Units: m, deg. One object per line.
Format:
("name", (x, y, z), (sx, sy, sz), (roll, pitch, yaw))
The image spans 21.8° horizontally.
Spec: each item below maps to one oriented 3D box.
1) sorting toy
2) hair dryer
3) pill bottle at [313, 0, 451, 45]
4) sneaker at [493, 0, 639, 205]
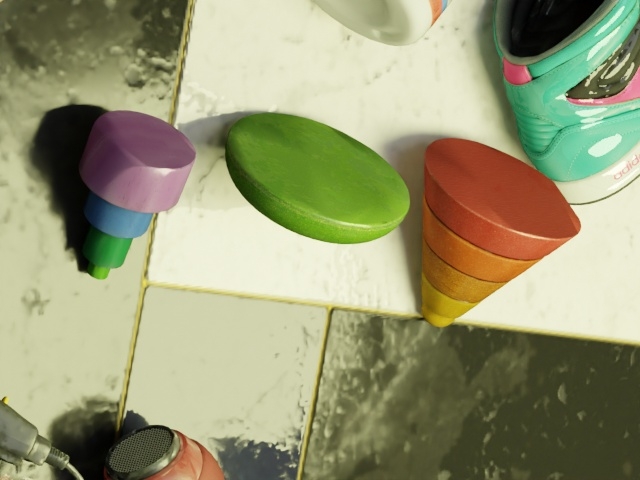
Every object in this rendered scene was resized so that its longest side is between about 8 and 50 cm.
("sorting toy", (0.000, 0.000, 1.117), (0.365, 0.127, 0.126), (5, 124, -31))
("hair dryer", (-0.150, 0.216, 1.067), (0.293, 0.080, 0.224), (22, 103, -30))
("pill bottle", (0.080, -0.246, 1.095), (0.221, 0.124, 0.124), (-51, 120, -15))
("sneaker", (0.230, -0.188, 1.211), (0.295, 0.123, 0.178), (-49, 129, -16))
